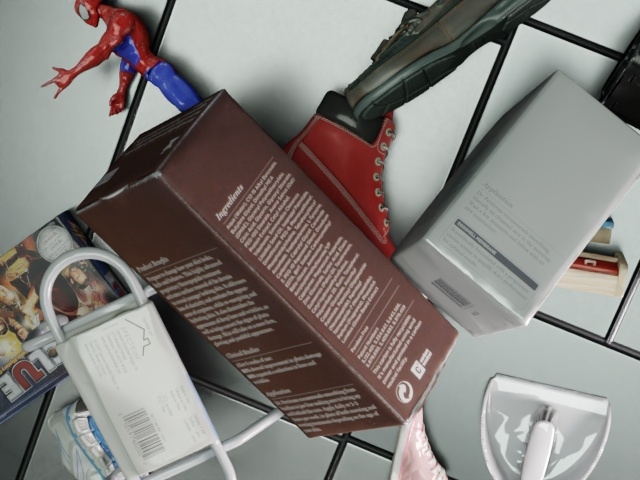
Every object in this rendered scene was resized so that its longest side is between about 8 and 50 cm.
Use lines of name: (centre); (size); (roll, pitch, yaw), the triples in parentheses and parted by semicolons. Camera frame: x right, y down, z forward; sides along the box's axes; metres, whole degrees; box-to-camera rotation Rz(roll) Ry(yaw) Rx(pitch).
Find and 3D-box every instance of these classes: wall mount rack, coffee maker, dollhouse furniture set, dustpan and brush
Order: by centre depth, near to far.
coffee maker: (0.393, -0.146, 1.472); (0.178, 0.171, 0.120); (30, 118, 3)
dollhouse furniture set: (0.349, 0.000, 1.526); (0.184, 0.129, 0.129); (9, 102, 6)
wall mount rack: (-0.156, 0.138, 1.599); (0.304, 0.130, 0.350); (-25, 99, 3)
dustpan and brush: (0.245, 0.276, 1.628); (0.147, 0.060, 0.211); (12, 102, 5)

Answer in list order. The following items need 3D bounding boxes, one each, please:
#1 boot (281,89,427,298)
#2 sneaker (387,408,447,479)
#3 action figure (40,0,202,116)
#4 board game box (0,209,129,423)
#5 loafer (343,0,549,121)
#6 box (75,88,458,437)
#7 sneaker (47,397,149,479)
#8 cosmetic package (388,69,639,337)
boot: (0.065, -0.049, 1.586); (0.244, 0.088, 0.176); (42, 82, -16)
sneaker: (0.121, 0.253, 1.648); (0.070, 0.051, 0.134); (11, 105, 4)
action figure: (-0.198, -0.155, 1.590); (0.139, 0.091, 0.280); (-42, 93, 3)
board game box: (-0.354, 0.099, 1.687); (0.243, 0.042, 0.165); (-35, 95, 12)
loafer: (0.131, -0.231, 1.531); (0.267, 0.096, 0.084); (-34, 77, -3)
box: (-0.055, 0.036, 1.501); (0.381, 0.143, 0.191); (45, 148, -19)
sneaker: (-0.270, 0.278, 1.707); (0.083, 0.071, 0.190); (-17, 102, 37)
cosmetic package: (0.201, -0.032, 1.459); (0.138, 0.224, 0.224); (40, 80, -1)
